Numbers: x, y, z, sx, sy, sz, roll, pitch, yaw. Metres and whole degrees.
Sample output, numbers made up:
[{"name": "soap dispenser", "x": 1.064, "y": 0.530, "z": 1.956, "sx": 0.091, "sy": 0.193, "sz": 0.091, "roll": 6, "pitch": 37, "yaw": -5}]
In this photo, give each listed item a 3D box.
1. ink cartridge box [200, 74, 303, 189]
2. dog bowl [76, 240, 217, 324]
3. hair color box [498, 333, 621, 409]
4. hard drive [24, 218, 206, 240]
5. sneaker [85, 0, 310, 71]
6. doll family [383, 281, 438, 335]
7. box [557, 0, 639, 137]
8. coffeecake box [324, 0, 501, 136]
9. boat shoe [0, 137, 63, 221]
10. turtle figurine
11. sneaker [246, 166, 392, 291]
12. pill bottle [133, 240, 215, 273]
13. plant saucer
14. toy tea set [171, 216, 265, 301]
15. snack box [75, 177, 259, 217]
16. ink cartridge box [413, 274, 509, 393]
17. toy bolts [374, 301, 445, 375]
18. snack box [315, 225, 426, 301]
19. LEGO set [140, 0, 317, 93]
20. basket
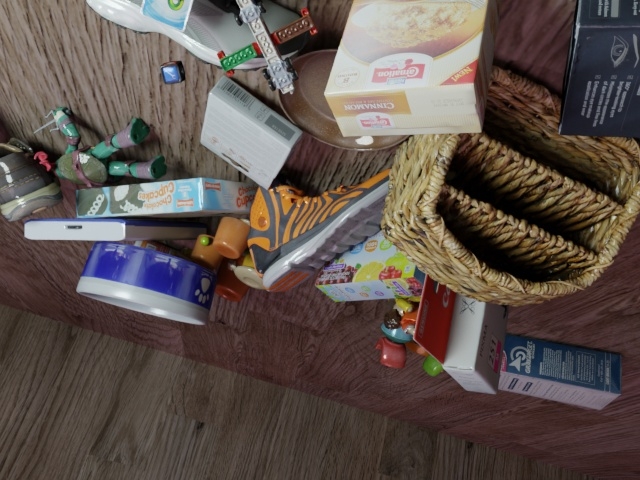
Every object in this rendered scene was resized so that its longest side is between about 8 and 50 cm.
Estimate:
[{"name": "ink cartridge box", "x": -0.114, "y": -0.162, "z": 0.905, "sx": 0.145, "sy": 0.045, "sz": 0.179, "roll": 35, "pitch": 161, "yaw": -5}, {"name": "dog bowl", "x": -0.351, "y": 0.091, "z": 1.179, "sx": 0.264, "sy": 0.104, "sz": 0.265, "roll": 13, "pitch": 166, "yaw": 3}, {"name": "hair color box", "x": 0.555, "y": 0.328, "z": 1.459, "sx": 0.347, "sy": 0.105, "sz": 0.174, "roll": 9, "pitch": 153, "yaw": 13}, {"name": "hard drive", "x": -0.401, "y": -0.021, "z": 1.176, "sx": 0.210, "sy": 0.040, "sz": 0.318, "roll": 1, "pitch": -179, "yaw": 15}, {"name": "sneaker", "x": -0.141, "y": -0.279, "z": 0.656, "sx": 0.271, "sy": 0.100, "sz": 0.108, "roll": 17, "pitch": 145, "yaw": -7}, {"name": "doll family", "x": 0.180, "y": 0.068, "z": 1.080, "sx": 0.163, "sy": 0.263, "sz": 0.118, "roll": -2, "pitch": 116, "yaw": 17}, {"name": "box", "x": 0.334, "y": -0.186, "z": 0.577, "sx": 0.158, "sy": 0.093, "sz": 0.156, "roll": 7, "pitch": 153, "yaw": 19}, {"name": "coffeecake box", "x": 0.099, "y": -0.198, "z": 0.577, "sx": 0.142, "sy": 0.185, "sz": 0.068, "roll": 3, "pitch": 151, "yaw": 24}, {"name": "boat shoe", "x": -0.589, "y": -0.137, "z": 1.117, "sx": 0.355, "sy": 0.132, "sz": 0.130, "roll": 17, "pitch": 131, "yaw": 54}, {"name": "turtle figurine", "x": -0.409, "y": -0.151, "z": 1.045, "sx": 0.234, "sy": 0.118, "sz": 0.175, "roll": -2, "pitch": 149, "yaw": 21}, {"name": "sneaker", "x": -0.009, "y": -0.065, "z": 0.980, "sx": 0.321, "sy": 0.180, "sz": 0.124, "roll": -34, "pitch": 156, "yaw": 16}, {"name": "pill bottle", "x": -0.389, "y": 0.082, "z": 1.477, "sx": 0.216, "sy": 0.121, "sz": 0.121, "roll": 24, "pitch": 153, "yaw": -17}, {"name": "plant saucer", "x": 0.040, "y": -0.197, "z": 0.785, "sx": 0.198, "sy": 0.036, "sz": 0.198, "roll": 13, "pitch": 154, "yaw": 7}, {"name": "toy tea set", "x": -0.188, "y": 0.025, "z": 1.256, "sx": 0.200, "sy": 0.124, "sz": 0.336, "roll": 34, "pitch": 151, "yaw": -20}, {"name": "snack box", "x": -0.283, "y": -0.074, "z": 1.087, "sx": 0.322, "sy": 0.060, "sz": 0.187, "roll": -1, "pitch": -179, "yaw": 30}, {"name": "ink cartridge box", "x": 0.250, "y": 0.083, "z": 0.948, "sx": 0.060, "sy": 0.275, "sz": 0.239, "roll": -1, "pitch": 150, "yaw": 34}, {"name": "toy bolts", "x": 0.255, "y": 0.226, "z": 1.452, "sx": 0.228, "sy": 0.159, "sz": 0.218, "roll": 12, "pitch": -164, "yaw": -15}, {"name": "snack box", "x": 0.108, "y": 0.013, "z": 1.004, "sx": 0.207, "sy": 0.174, "sz": 0.070, "roll": -7, "pitch": 142, "yaw": 40}, {"name": "LEGO set", "x": -0.084, "y": -0.266, "z": 0.605, "sx": 0.182, "sy": 0.060, "sz": 0.244, "roll": 20, "pitch": 115, "yaw": -9}, {"name": "basket", "x": 0.259, "y": -0.044, "z": 0.763, "sx": 0.299, "sy": 0.213, "sz": 0.223, "roll": 24, "pitch": 154, "yaw": -17}]
